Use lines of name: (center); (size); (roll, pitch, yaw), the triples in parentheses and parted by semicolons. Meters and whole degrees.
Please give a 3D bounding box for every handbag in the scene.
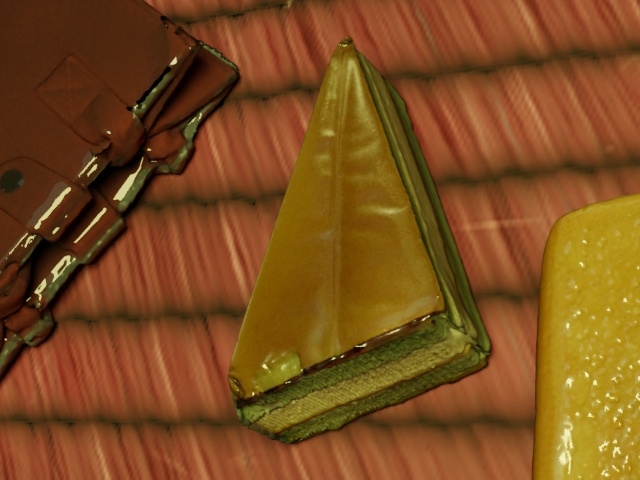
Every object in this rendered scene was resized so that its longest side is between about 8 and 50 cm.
handbag: (-0.214, -0.071, 0.797); (0.260, 0.084, 0.275); (-49, 55, -2)

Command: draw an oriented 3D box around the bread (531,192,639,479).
bread: (0.144, 0.078, 0.532); (0.116, 0.077, 0.200); (-5, 68, 25)

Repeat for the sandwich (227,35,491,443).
sandwich: (0.000, 0.000, 0.643); (0.113, 0.079, 0.163); (-25, 60, 15)
